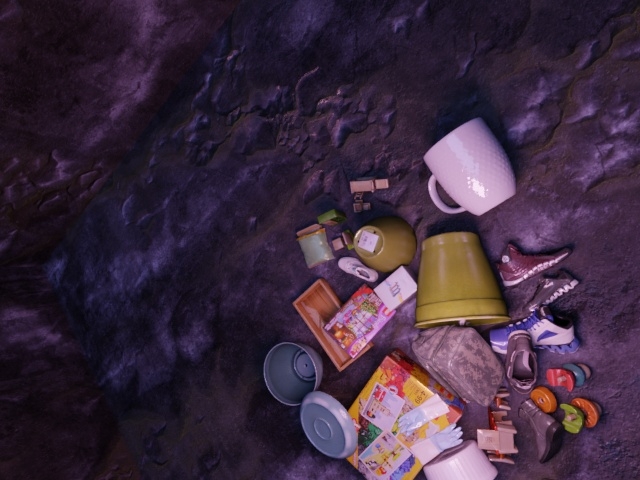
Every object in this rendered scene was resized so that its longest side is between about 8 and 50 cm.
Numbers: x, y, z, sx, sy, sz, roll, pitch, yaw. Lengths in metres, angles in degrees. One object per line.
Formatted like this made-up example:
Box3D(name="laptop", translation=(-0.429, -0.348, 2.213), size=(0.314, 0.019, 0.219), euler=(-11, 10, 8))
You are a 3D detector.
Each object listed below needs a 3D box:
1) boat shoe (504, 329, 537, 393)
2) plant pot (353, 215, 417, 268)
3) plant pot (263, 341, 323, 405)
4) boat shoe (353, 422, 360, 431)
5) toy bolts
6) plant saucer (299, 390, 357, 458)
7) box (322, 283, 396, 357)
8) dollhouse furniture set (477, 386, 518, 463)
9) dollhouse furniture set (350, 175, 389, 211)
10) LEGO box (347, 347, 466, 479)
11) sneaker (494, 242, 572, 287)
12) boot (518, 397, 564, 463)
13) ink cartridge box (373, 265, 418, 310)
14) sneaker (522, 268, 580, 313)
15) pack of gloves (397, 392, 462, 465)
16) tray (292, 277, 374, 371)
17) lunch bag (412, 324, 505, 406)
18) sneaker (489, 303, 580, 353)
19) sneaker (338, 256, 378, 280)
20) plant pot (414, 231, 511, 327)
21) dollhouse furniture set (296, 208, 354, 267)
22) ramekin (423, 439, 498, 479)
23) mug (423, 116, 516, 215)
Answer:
Box3D(name="boat shoe", translation=(0.767, 0.493, 1.558), size=(0.112, 0.095, 0.335), euler=(-7, 120, 18))
Box3D(name="plant pot", translation=(0.259, 0.014, 1.810), size=(0.275, 0.293, 0.275), euler=(-1, 88, 26))
Box3D(name="plant pot", translation=(-0.104, 0.635, 2.014), size=(0.293, 0.196, 0.293), euler=(-1, 87, 27))
Box3D(name="boat shoe", translation=(0.108, 0.791, 1.779), size=(0.137, 0.049, 0.043), euler=(26, 56, 30))
Box3D(name="toy bolts", translation=(0.950, 0.575, 1.564), size=(0.218, 0.158, 0.228), euler=(-171, 75, -66))
Box3D(name="plant saucer", translation=(0.020, 0.821, 1.794), size=(0.317, 0.043, 0.317), euler=(12, 110, 37))
Box3D(name="box", translation=(0.180, 0.372, 1.896), size=(0.201, 0.057, 0.293), euler=(40, 78, 21))
Box3D(name="dollhouse furniture set", translation=(0.676, 0.729, 1.594), size=(0.135, 0.259, 0.262), euler=(-3, 85, 16))
Box3D(name="dollhouse furniture set", translation=(0.253, -0.223, 1.956), size=(0.182, 0.101, 0.161), euler=(0, 112, 26))
Box3D(name="LEGO box", translation=(0.332, 0.798, 1.794), size=(0.372, 0.193, 0.500), euler=(36, 103, 24))
Box3D(name="sneaker", translation=(0.834, 0.059, 1.633), size=(0.281, 0.106, 0.162), euler=(-34, 71, 22))
Box3D(name="boot", translation=(0.853, 0.741, 1.602), size=(0.161, 0.083, 0.246), euler=(-136, 34, -54))
Box3D(name="ink cartridge box", translation=(0.358, 0.215, 1.844), size=(0.176, 0.128, 0.127), euler=(-42, 71, 19))
Box3D(name="sneaker", translation=(0.889, 0.198, 1.616), size=(0.234, 0.078, 0.106), euler=(-39, 69, 16))
Box3D(name="pack of gloves", translation=(0.429, 0.756, 1.616), size=(0.232, 0.046, 0.195), euler=(-42, 71, 18))
Box3D(name="tray", translation=(0.058, 0.410, 2.014), size=(0.203, 0.076, 0.411), euler=(-44, 70, 18))
Box3D(name="lunch bag", translation=(0.540, 0.491, 1.633), size=(0.212, 0.305, 0.256), euler=(-51, 19, -21))
Box3D(name="sneaker", translation=(0.820, 0.333, 1.577), size=(0.315, 0.127, 0.182), euler=(-7, 118, 20))
Box3D(name="sneaker", translation=(0.170, 0.136, 1.959), size=(0.212, 0.094, 0.080), euler=(22, 99, 26))
Box3D(name="plant pot", translation=(0.546, 0.161, 1.657), size=(0.366, 0.366, 0.353), euler=(-11, 72, 25))
Box3D(name="dollhouse furniture set", translation=(0.000, 0.000, 2.016), size=(0.301, 0.151, 0.197), euler=(-24, 78, 23))
Box3D(name="ramekin", translation=(0.553, 0.924, 1.643), size=(0.277, 0.277, 0.135), euler=(-38, 66, 20))
Box3D(name="mug", translation=(0.603, -0.260, 1.694), size=(0.328, 0.276, 0.374), euler=(59, 141, 9))
